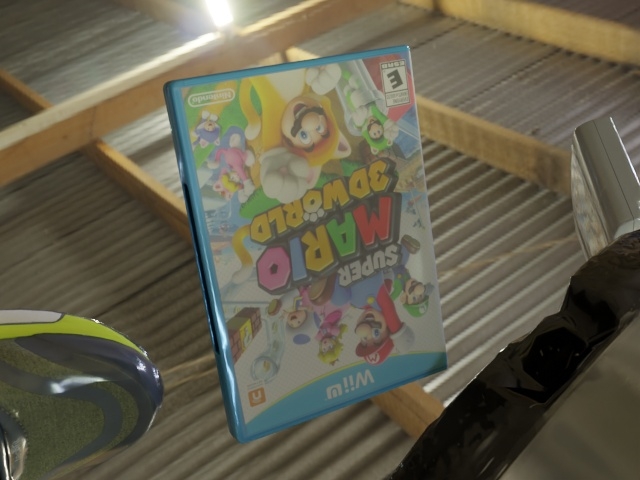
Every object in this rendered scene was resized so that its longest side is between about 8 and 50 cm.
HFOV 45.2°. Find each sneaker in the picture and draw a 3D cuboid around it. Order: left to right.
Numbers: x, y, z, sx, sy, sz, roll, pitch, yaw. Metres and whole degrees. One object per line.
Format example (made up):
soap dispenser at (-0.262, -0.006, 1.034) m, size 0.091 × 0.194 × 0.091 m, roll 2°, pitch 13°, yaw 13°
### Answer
sneaker at (-0.209, 0.124, 0.341) m, size 0.300 × 0.111 × 0.121 m, roll -18°, pitch -146°, yaw -24°

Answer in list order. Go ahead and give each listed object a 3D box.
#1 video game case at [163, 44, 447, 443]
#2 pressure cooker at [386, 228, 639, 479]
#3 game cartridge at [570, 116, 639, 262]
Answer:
video game case at (0.000, 0.000, 0.362) m, size 0.119 × 0.166 × 0.015 m, roll -15°, pitch -165°, yaw -24°
pressure cooker at (0.255, 0.244, 0.440) m, size 0.375 × 0.369 × 0.420 m, roll -37°, pitch -119°, yaw -25°
game cartridge at (0.412, -0.029, 1.107) m, size 0.062 × 0.297 × 0.198 m, roll -17°, pitch -126°, yaw 8°
